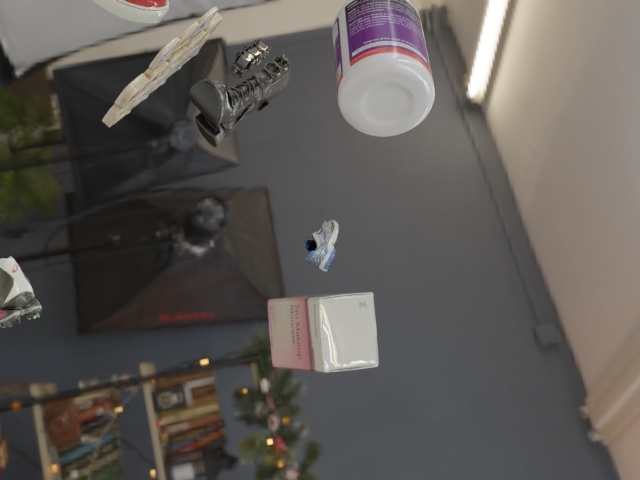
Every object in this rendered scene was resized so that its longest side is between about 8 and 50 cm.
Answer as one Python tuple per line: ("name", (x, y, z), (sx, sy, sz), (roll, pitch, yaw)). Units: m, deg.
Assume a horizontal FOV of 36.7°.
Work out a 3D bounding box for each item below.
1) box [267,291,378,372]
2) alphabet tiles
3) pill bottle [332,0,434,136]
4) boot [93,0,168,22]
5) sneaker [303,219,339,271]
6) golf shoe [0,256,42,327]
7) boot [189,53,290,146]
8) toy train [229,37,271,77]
("box", (0.001, 0.184, 1.951), (0.232, 0.127, 0.148), (-9, -95, 61))
("alphabet tiles", (-0.288, -0.316, 1.778), (0.021, 0.284, 0.278), (45, -38, -8))
("pill bottle", (0.117, -0.364, 1.882), (0.181, 0.182, 0.322), (87, 1, -46))
("boot", (-0.241, -0.395, 1.184), (0.244, 0.088, 0.176), (56, -45, 32))
("sneaker", (0.000, 0.000, 1.847), (0.135, 0.058, 0.052), (-82, -166, -53))
("golf shoe", (-0.610, 0.094, 1.747), (0.105, 0.273, 0.120), (-25, 105, -53))
("boot", (-0.158, -0.321, 2.028), (0.091, 0.229, 0.263), (48, -16, 8))
("toy train", (-0.089, -0.230, 1.226), (0.036, 0.027, 0.158), (-51, -174, 18))
